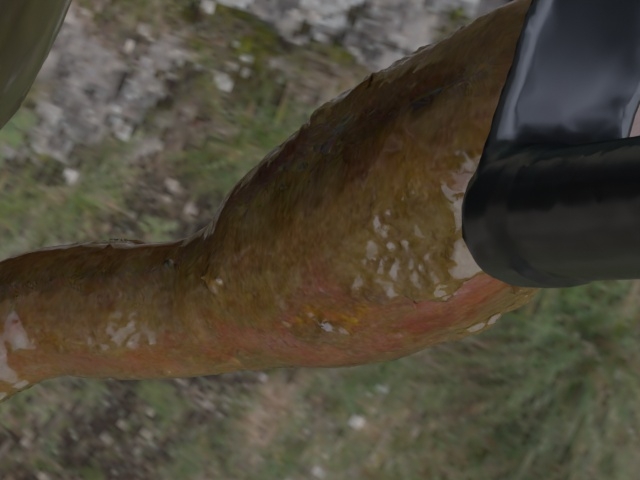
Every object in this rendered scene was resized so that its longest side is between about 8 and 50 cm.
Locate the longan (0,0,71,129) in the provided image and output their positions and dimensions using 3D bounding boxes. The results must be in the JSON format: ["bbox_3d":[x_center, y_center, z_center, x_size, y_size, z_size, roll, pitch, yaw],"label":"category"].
[{"bbox_3d":[-0.290,-0.169,0.825,0.391,0.391,0.391,-11,110,-31],"label":"longan"}]

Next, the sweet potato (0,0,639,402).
[{"bbox_3d":[0.000,0.000,0.716,0.109,0.385,0.109,31,48,-41],"label":"sweet potato"}]

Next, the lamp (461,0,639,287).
[{"bbox_3d":[0.220,-0.144,0.469,0.272,0.205,0.374,15,83,-18],"label":"lamp"}]
